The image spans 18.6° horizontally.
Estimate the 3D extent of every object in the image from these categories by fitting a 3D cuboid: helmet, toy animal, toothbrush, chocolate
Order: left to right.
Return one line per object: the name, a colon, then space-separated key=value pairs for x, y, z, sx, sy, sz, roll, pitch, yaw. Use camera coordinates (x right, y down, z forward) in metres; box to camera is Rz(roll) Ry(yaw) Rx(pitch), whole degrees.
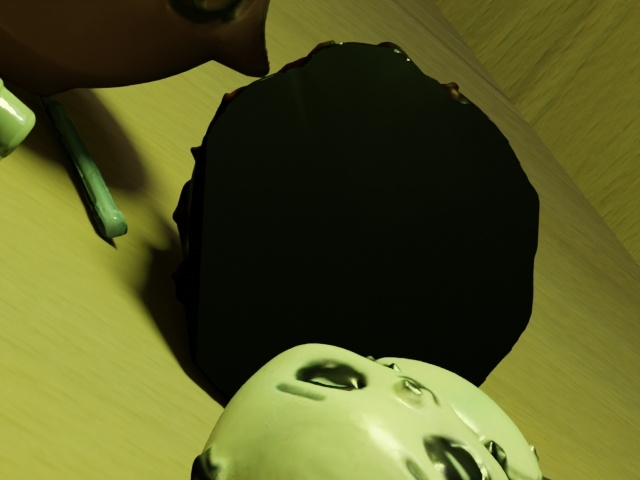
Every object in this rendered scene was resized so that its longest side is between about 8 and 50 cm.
helmet: x=-0.168 y=-0.204 z=1.119 sx=0.271 sy=0.197 sz=0.338 roll=44 pitch=-25 yaw=43
toothbrush: x=-0.152 y=-0.069 z=1.178 sx=0.016 sy=0.019 sz=0.219 roll=54 pitch=4 yaw=-42
chocolate: x=0.000 y=0.000 z=1.151 sx=0.206 sy=0.224 sz=0.177 roll=3 pitch=-1 yaw=-22
toy animal: x=0.030 y=0.123 z=0.877 sx=0.166 sy=0.138 sz=0.179 roll=31 pitch=-1 yaw=25

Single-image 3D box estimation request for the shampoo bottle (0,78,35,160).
shampoo bottle: x=-0.236 y=-0.131 z=0.882 sx=0.262 sy=0.085 sz=0.085 roll=41 pitch=13 yaw=-14
